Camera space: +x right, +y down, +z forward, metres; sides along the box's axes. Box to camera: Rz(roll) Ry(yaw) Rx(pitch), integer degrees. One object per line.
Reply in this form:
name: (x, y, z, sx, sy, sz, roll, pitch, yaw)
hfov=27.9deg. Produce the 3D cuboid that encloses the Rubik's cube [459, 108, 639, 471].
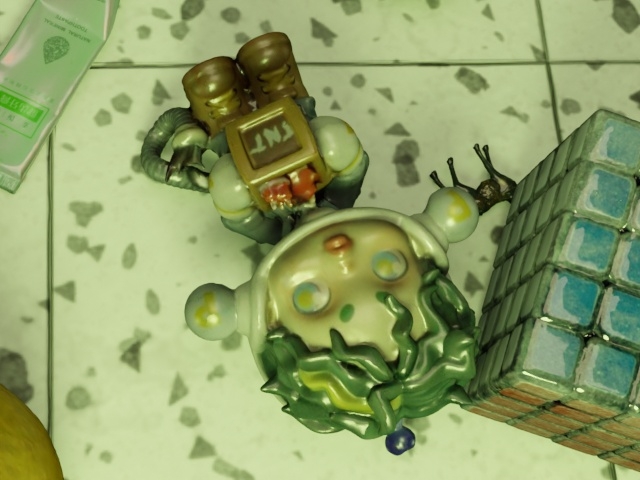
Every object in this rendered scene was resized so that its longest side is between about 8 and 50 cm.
Rubik's cube: (0.275, 0.057, 1.093, 0.237, 0.238, 0.236, 20, 75, -2)

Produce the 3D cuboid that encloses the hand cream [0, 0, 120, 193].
hand cream: (-0.263, -0.178, 1.241, 0.079, 0.050, 0.275, 17, 69, 29)

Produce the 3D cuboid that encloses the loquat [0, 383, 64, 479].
loquat: (-0.330, 0.203, 0.955, 0.275, 0.275, 0.274, 3, 68, -6)

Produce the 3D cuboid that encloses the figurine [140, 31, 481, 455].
figurine: (0.003, -0.002, 1.116, 0.261, 0.186, 0.381, -27, 75, 7)

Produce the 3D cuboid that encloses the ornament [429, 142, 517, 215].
ornament: (0.169, -0.034, 1.241, 0.073, 0.028, 0.125, -30, 73, -18)
